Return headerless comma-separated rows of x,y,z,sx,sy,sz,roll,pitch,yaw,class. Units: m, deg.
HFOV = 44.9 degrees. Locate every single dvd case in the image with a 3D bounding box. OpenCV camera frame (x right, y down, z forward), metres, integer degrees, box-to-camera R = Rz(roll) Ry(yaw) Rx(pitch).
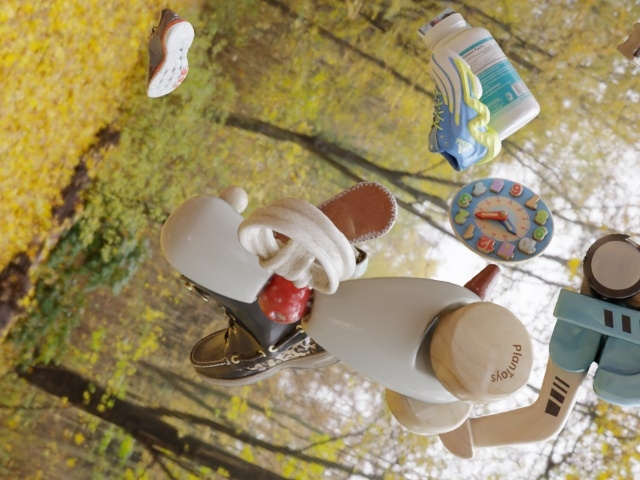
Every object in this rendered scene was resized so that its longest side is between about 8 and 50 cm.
0.313,-0.527,1.943,0.119,0.087,0.013,-39,170,-17,dvd case

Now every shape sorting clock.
0.353,-0.043,1.507,0.040,0.206,0.206,93,14,-59,shape sorting clock

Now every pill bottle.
0.320,-0.332,1.590,0.146,0.264,0.146,-32,174,-4,pill bottle

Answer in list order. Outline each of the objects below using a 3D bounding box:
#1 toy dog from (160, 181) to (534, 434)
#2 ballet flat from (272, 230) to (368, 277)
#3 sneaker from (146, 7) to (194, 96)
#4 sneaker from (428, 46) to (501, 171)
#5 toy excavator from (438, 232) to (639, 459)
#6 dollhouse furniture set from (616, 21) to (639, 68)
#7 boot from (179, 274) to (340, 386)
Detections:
0.045,0.032,0.684,0.220,0.334,0.161,-18,-142,50,toy dog
0.000,0.000,1.535,0.072,0.213,0.068,-57,171,-35,ballet flat
-0.244,-0.295,1.215,0.061,0.065,0.158,-18,153,-42,sneaker
0.245,-0.234,1.447,0.126,0.240,0.091,-37,-163,-14,sneaker
0.454,0.214,1.328,0.222,0.433,0.445,22,85,-69,toy excavator
0.428,-0.279,0.785,0.286,0.303,0.198,-53,-145,17,dollhouse furniture set
-0.147,0.121,1.374,0.377,0.284,0.138,-13,-141,37,boot
